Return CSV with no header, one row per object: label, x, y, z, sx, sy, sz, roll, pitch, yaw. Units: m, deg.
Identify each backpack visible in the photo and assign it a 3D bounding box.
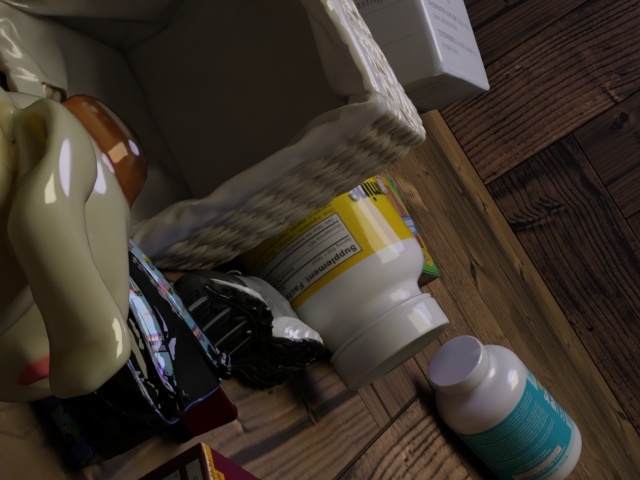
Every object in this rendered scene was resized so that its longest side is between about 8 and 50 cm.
backpack,-0.174,0.079,1.144,0.173,0.117,0.158,58,16,0

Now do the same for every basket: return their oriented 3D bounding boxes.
basket,-0.109,-0.175,1.435,0.328,0.331,0.266,62,14,12

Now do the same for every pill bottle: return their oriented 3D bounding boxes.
pill bottle,0.000,0.000,1.632,0.334,0.188,0.188,56,15,12
pill bottle,0.268,0.254,2.074,0.264,0.146,0.146,47,19,-33

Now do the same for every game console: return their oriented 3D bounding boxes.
game console,-0.130,0.104,1.287,0.144,0.085,0.124,57,16,-5

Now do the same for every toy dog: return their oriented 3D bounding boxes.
toy dog,-0.277,-0.021,0.850,0.395,0.284,0.408,46,7,32

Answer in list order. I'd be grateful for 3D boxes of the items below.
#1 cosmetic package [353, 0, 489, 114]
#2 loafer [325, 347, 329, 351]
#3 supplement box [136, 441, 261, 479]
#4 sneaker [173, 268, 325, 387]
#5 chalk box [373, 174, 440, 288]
cosmetic package,0.004,-0.353,1.978,0.394,0.329,0.327,72,18,4
loafer,0.048,0.130,1.781,0.076,0.078,0.223,21,11,33
supplement box,-0.068,0.264,1.182,0.188,0.080,0.104,42,22,-44
sneaker,-0.093,0.079,1.454,0.108,0.100,0.271,55,7,25
chalk box,0.070,0.026,1.938,0.213,0.132,0.132,62,17,16
